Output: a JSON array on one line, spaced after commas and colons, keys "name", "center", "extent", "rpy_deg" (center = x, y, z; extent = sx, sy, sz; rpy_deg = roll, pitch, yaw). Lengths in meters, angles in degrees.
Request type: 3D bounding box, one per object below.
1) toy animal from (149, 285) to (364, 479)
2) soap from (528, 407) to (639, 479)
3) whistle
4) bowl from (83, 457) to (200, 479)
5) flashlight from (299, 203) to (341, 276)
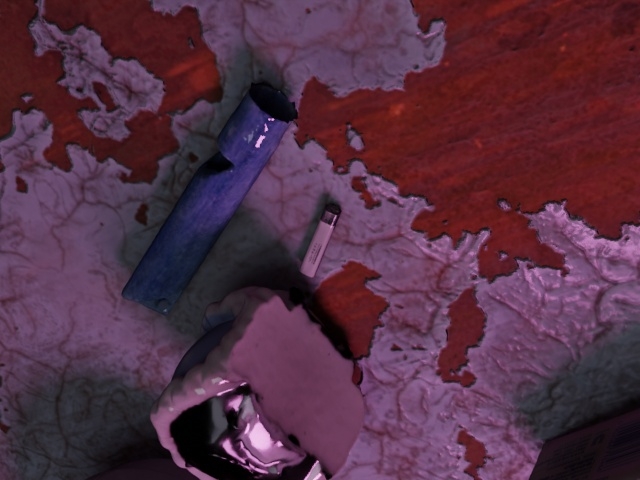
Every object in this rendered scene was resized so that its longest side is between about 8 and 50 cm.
[{"name": "toy animal", "center": [-0.071, 0.159, 1.405], "extent": [0.156, 0.204, 0.208], "rpy_deg": [-11, 130, 39]}, {"name": "soap", "center": [0.328, 0.281, 1.336], "extent": [0.182, 0.138, 0.199], "rpy_deg": [49, 134, -10]}, {"name": "whistle", "center": [-0.121, -0.033, 1.398], "extent": [0.062, 0.062, 0.304], "rpy_deg": [36, 121, -1]}, {"name": "bowl", "center": [-0.177, 0.372, 1.569], "extent": [0.286, 0.144, 0.287], "rpy_deg": [8, 118, 15]}, {"name": "flashlight", "center": [0.000, 0.000, 1.397], "extent": [0.018, 0.018, 0.083], "rpy_deg": [26, 121, 5]}]
